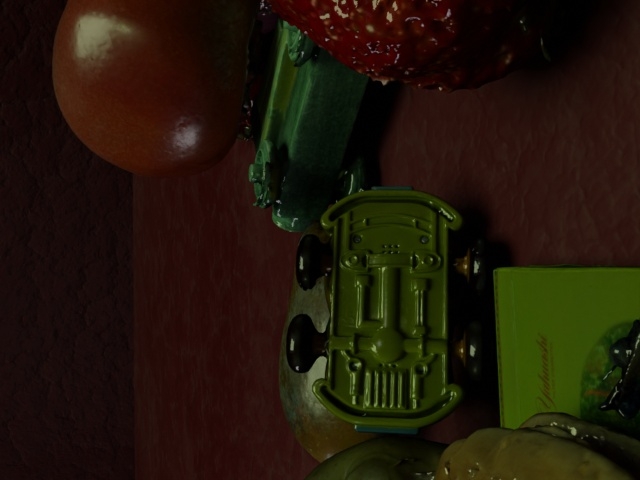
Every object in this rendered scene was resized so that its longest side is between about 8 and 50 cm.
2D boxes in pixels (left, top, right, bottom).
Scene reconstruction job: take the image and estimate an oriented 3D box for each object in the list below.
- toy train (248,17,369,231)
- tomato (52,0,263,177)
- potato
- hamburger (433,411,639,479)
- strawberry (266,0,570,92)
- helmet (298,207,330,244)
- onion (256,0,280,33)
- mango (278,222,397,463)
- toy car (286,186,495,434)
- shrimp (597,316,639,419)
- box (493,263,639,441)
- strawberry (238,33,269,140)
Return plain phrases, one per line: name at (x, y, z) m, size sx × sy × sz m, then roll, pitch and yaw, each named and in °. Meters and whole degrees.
toy train at (-0.004, -0.208, 0.947) m, size 0.253 × 0.160 × 0.397 m, roll -106°, pitch 25°, yaw -46°
tomato at (-0.226, -0.268, 1.053) m, size 0.341 × 0.273 × 0.341 m, roll -170°, pitch 90°, yaw -84°
potato at (0.071, 0.306, 0.731) m, size 0.218 × 0.202 × 0.350 m, roll 34°, pitch 141°, yaw 18°
hamburger at (0.193, 0.245, 0.470) m, size 0.283 × 0.145 × 0.259 m, roll -1°, pitch 111°, yaw 60°
strawberry at (0.066, -0.249, 0.615) m, size 0.257 × 0.277 × 0.257 m, roll -1°, pitch -90°, yaw -77°
helmet at (0.000, 0.000, 1.062) m, size 0.111 × 0.057 × 0.089 m, roll -129°, pitch 45°, yaw -54°
onion at (-0.126, -0.450, 1.184) m, size 0.230 × 0.164 × 0.229 m, roll 169°, pitch 90°, yaw -67°
mango at (0.024, 0.123, 0.917) m, size 0.193 × 0.146 × 0.316 m, roll -35°, pitch 55°, yaw 56°
toy car at (0.075, 0.076, 0.761) m, size 0.142 × 0.201 × 0.247 m, roll 65°, pitch -150°, yaw -72°
shrimp at (0.259, 0.025, 0.369) m, size 0.262 × 0.051 × 0.198 m, roll -53°, pitch 22°, yaw 12°
box at (0.247, 0.110, 0.530) m, size 0.335 × 0.047 × 0.186 m, roll 175°, pitch 92°, yaw -65°
strawberry at (-0.175, -0.310, 1.324) m, size 0.253 × 0.150 × 0.280 m, roll -140°, pitch 51°, yaw -62°
